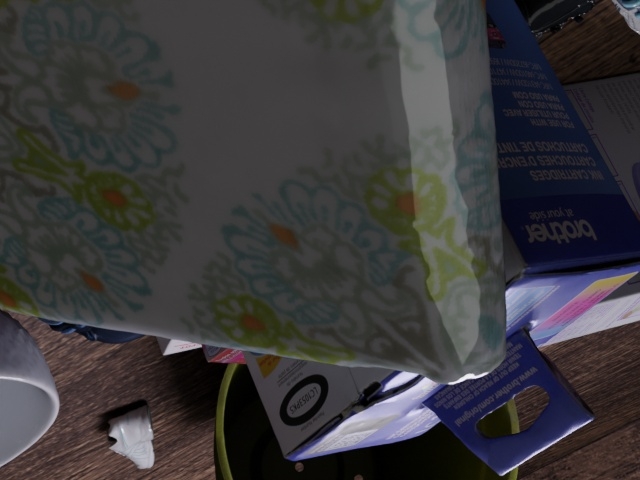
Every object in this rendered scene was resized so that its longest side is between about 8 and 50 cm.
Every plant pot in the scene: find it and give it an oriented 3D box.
[{"bbox_3d":[0.015,0.265,1.706,0.366,0.367,0.353,-15,169,-19],"label":"plant pot"}]

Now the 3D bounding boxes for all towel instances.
[{"bbox_3d":[-0.085,-0.080,0.747,0.374,0.090,0.321,7,132,22],"label":"towel"}]

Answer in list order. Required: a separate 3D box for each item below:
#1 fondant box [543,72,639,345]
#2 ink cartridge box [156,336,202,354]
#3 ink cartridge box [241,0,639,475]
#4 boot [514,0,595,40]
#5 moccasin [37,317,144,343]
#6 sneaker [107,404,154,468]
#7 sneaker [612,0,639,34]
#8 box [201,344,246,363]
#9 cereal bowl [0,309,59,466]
[{"bbox_3d":[0.296,-0.041,1.360,0.330,0.238,0.096,-12,155,-24],"label":"fondant box"},{"bbox_3d":[-0.118,0.065,1.438,0.104,0.060,0.180,-11,155,-27],"label":"ink cartridge box"},{"bbox_3d":[0.045,-0.028,0.941,0.151,0.396,0.270,-3,151,-41],"label":"ink cartridge box"},{"bbox_3d":[0.181,-0.203,1.141,0.099,0.045,0.121,-24,165,9],"label":"boot"},{"bbox_3d":[-0.206,0.029,1.178,0.116,0.138,0.342,-9,155,-9],"label":"moccasin"},{"bbox_3d":[-0.251,0.261,1.777,0.061,0.054,0.152,-9,149,-9],"label":"sneaker"},{"bbox_3d":[0.265,-0.228,1.062,0.110,0.122,0.283,-32,156,20],"label":"sneaker"},{"bbox_3d":[0.000,0.000,1.220,0.257,0.128,0.122,-35,155,25],"label":"box"},{"bbox_3d":[-0.417,0.137,1.210,0.339,0.141,0.339,-19,157,-9],"label":"cereal bowl"}]
